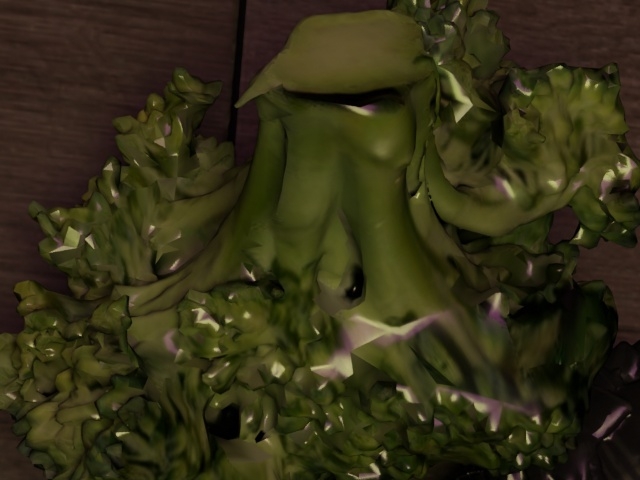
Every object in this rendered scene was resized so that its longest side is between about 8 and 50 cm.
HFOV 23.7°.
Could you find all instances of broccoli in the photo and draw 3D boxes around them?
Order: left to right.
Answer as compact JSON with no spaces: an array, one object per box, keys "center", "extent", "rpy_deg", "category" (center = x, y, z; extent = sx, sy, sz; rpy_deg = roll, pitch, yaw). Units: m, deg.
[{"center":[0.010,0.008,0.868],"extent":[0.338,0.317,0.277],"rpy_deg":[16,39,-29],"category":"broccoli"}]

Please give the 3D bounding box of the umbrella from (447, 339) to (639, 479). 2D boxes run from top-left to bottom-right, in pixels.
[{"center":[0.110,0.200,0.921],"extent":[0.154,0.128,0.336],"rpy_deg":[41,67,8],"category":"umbrella"}]
